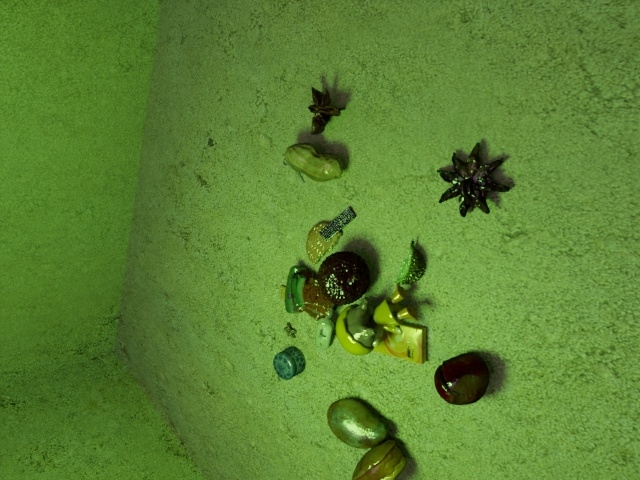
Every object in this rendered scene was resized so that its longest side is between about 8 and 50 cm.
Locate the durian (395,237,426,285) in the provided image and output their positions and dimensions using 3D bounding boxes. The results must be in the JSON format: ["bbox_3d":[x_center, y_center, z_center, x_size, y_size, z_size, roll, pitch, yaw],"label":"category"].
[{"bbox_3d":[0.354,0.101,1.631,0.100,0.086,0.215,44,127,41],"label":"durian"}]

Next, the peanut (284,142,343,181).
[{"bbox_3d":[-0.028,-0.345,1.824,0.306,0.147,0.146,32,118,27],"label":"peanut"}]

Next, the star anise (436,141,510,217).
[{"bbox_3d":[0.505,-0.202,1.425,0.272,0.103,0.271,6,100,40],"label":"star anise"}]

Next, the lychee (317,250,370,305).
[{"bbox_3d":[0.092,0.161,1.765,0.271,0.236,0.235,147,105,-71],"label":"lychee"}]

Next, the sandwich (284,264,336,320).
[{"bbox_3d":[-0.061,0.278,1.952,0.301,0.162,0.250,22,107,33],"label":"sandwich"}]

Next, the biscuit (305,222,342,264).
[{"bbox_3d":[0.001,0.000,1.930,0.144,0.033,0.224,51,121,21],"label":"biscuit"}]

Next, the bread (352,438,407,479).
[{"bbox_3d":[0.253,0.992,1.812,0.142,0.195,0.269,49,116,16],"label":"bread"}]

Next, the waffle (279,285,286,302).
[{"bbox_3d":[-0.161,0.289,2.133,0.135,0.021,0.092,13,107,38],"label":"waffle"}]

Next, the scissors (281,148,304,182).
[{"bbox_3d":[-0.125,-0.351,1.984,0.100,0.015,0.188,-43,73,38],"label":"scissors"}]

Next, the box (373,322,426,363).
[{"bbox_3d":[0.315,0.417,1.744,0.270,0.044,0.152,4,101,40],"label":"box"}]

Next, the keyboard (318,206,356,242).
[{"bbox_3d":[0.074,-0.071,1.841,0.195,0.018,0.060,-41,73,24],"label":"keyboard"}]

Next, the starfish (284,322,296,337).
[{"bbox_3d":[-0.164,0.474,2.169,0.091,0.028,0.078,9,107,43],"label":"starfish"}]

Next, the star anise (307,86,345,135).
[{"bbox_3d":[0.008,-0.549,1.770,0.212,0.111,0.196,49,120,31],"label":"star anise"}]

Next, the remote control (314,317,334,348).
[{"bbox_3d":[0.016,0.445,1.949,0.078,0.042,0.221,14,133,8],"label":"remote control"}]

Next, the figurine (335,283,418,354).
[{"bbox_3d":[0.216,0.326,1.683,0.344,0.187,0.215,-38,39,25],"label":"figurine"}]

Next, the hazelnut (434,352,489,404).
[{"bbox_3d":[0.525,0.506,1.519,0.178,0.178,0.203,44,118,25],"label":"hazelnut"}]

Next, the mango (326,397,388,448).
[{"bbox_3d":[0.165,0.836,1.878,0.317,0.146,0.192,8,82,38],"label":"mango"}]

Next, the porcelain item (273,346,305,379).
[{"bbox_3d":[-0.166,0.640,2.146,0.147,0.114,0.147,10,106,39],"label":"porcelain item"}]
